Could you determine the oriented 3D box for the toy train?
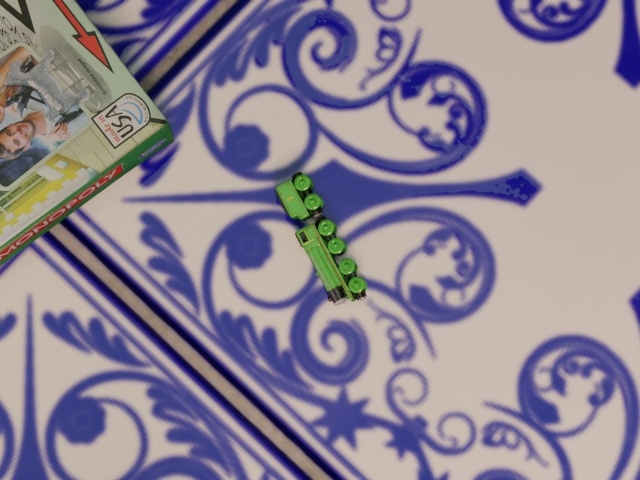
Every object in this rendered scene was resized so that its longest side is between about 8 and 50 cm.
[{"bbox_3d":[0.000,0.000,0.991,0.024,0.017,0.083,-28,81,5],"label":"toy train"}]

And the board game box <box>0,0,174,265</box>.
[{"bbox_3d":[-0.263,-0.122,0.998,0.213,0.046,0.317,-37,82,-7],"label":"board game box"}]
